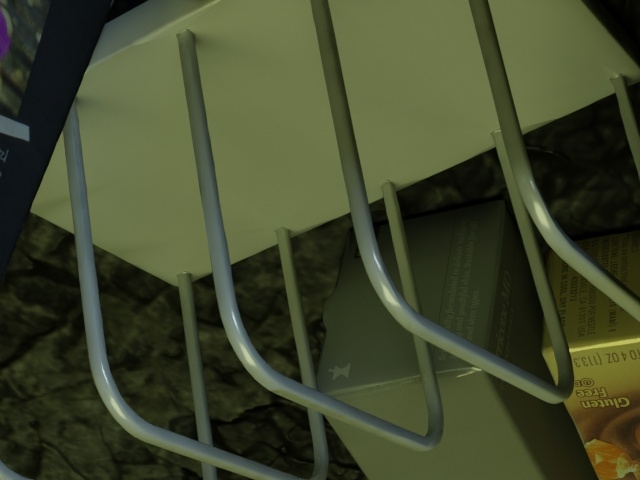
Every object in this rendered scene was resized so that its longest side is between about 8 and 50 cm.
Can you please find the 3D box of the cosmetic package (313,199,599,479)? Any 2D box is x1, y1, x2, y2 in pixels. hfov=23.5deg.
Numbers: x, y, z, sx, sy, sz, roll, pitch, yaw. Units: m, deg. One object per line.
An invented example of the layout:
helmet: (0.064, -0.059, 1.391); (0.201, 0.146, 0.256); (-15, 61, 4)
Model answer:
cosmetic package: (0.093, 0.106, 0.856); (0.107, 0.127, 0.238); (-10, 134, 22)

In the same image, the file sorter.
file sorter: (0.000, 0.000, 0.675); (0.277, 0.173, 0.193); (-24, 149, 23)

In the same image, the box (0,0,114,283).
box: (-0.194, -0.090, 0.615); (0.165, 0.270, 0.143); (-18, 128, 28)

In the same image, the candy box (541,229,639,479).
candy box: (0.292, 0.065, 0.797); (0.316, 0.088, 0.183); (-11, 131, 21)
